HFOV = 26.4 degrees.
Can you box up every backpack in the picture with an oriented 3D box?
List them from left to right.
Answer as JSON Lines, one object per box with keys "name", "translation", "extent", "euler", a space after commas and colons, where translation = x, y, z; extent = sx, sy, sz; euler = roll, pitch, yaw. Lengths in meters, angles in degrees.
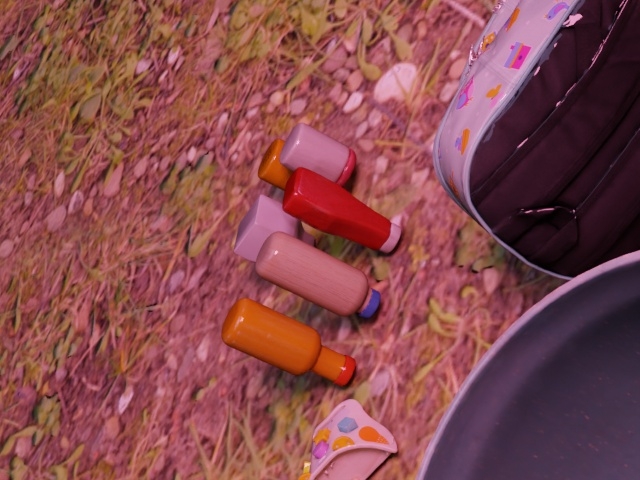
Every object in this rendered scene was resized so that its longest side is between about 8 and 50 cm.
{"name": "backpack", "translation": [0.164, -0.076, 0.877], "extent": [0.188, 0.166, 0.144], "euler": [-58, 26, 3]}

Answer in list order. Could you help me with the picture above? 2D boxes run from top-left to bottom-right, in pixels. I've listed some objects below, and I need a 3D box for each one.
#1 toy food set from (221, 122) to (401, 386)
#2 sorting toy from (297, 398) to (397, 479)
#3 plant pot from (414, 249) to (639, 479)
{"name": "toy food set", "translation": [0.000, 0.000, 1.104], "extent": [0.111, 0.104, 0.232], "euler": [-52, 19, 35]}
{"name": "sorting toy", "translation": [0.012, 0.155, 1.025], "extent": [0.083, 0.045, 0.075], "euler": [-49, 21, 18]}
{"name": "plant pot", "translation": [0.208, 0.170, 0.654], "extent": [0.293, 0.196, 0.293], "euler": [-26, 51, 37]}
